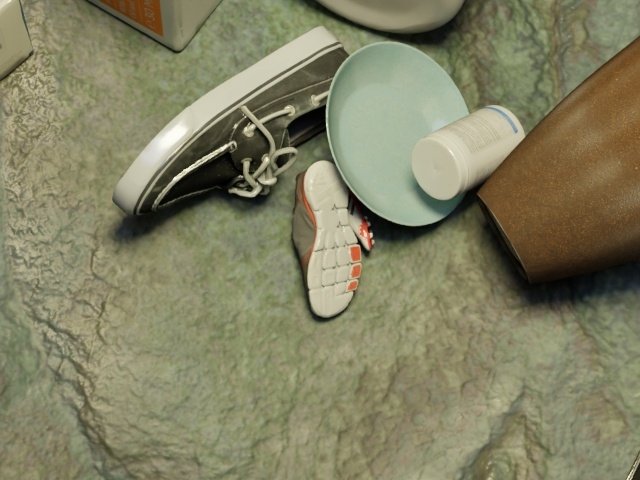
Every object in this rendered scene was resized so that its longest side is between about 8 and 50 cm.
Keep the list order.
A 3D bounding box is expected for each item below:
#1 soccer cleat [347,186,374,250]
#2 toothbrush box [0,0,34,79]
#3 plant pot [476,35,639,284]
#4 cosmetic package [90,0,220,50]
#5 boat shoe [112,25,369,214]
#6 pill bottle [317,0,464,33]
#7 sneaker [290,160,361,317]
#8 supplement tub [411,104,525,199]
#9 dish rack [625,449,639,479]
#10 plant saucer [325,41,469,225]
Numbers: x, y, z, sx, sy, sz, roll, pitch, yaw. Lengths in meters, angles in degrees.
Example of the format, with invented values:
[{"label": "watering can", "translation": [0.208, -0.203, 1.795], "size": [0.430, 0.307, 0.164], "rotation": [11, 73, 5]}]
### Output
[{"label": "soccer cleat", "translation": [0.029, -0.022, 1.684], "size": [0.036, 0.029, 0.083], "rotation": [-22, 66, -2]}, {"label": "toothbrush box", "translation": [-0.482, -0.249, 1.707], "size": [0.295, 0.126, 0.216], "rotation": [42, 71, 16]}, {"label": "plant pot", "translation": [0.280, -0.059, 1.629], "size": [0.230, 0.215, 0.215], "rotation": [-30, 71, 0]}, {"label": "cosmetic package", "translation": [-0.296, -0.414, 1.729], "size": [0.453, 0.230, 0.161], "rotation": [31, 70, 11]}, {"label": "boat shoe", "translation": [-0.072, -0.101, 1.670], "size": [0.306, 0.113, 0.105], "rotation": [-36, 78, -32]}, {"label": "pill bottle", "translation": [0.113, -0.422, 1.759], "size": [0.210, 0.210, 0.362], "rotation": [21, 68, 7]}, {"label": "sneaker", "translation": [0.000, 0.000, 1.664], "size": [0.061, 0.065, 0.157], "rotation": [2, 86, -29]}, {"label": "supplement tub", "translation": [0.152, -0.090, 1.669], "size": [0.107, 0.071, 0.071], "rotation": [-26, 69, -37]}, {"label": "dish rack", "translation": [0.410, 0.298, 1.541], "size": [0.272, 0.074, 0.208], "rotation": [27, 70, 7]}, {"label": "plant saucer", "translation": [0.075, -0.106, 1.685], "size": [0.195, 0.037, 0.194], "rotation": [10, 73, -34]}]
